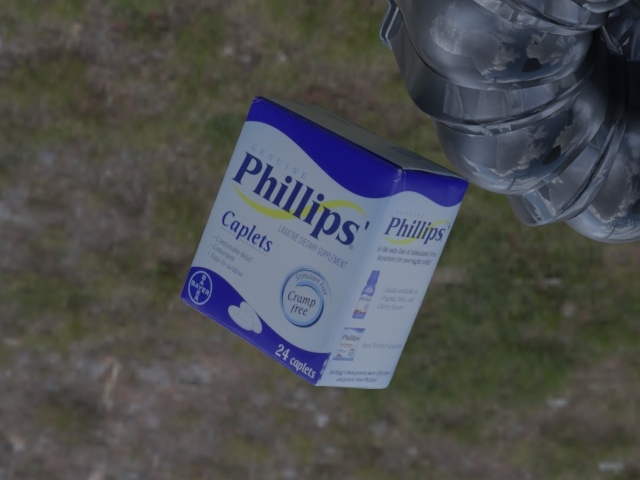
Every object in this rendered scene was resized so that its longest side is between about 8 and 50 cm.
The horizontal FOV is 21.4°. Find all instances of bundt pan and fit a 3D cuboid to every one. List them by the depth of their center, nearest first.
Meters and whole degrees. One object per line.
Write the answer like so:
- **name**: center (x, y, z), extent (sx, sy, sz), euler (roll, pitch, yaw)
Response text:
- **bundt pan**: center (0.196, -0.125, 0.990), extent (0.331, 0.124, 0.330), euler (0, 131, 0)

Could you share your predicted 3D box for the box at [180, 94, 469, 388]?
- **box**: center (0.000, 0.000, 0.998), extent (0.126, 0.137, 0.072), euler (29, -166, 38)
